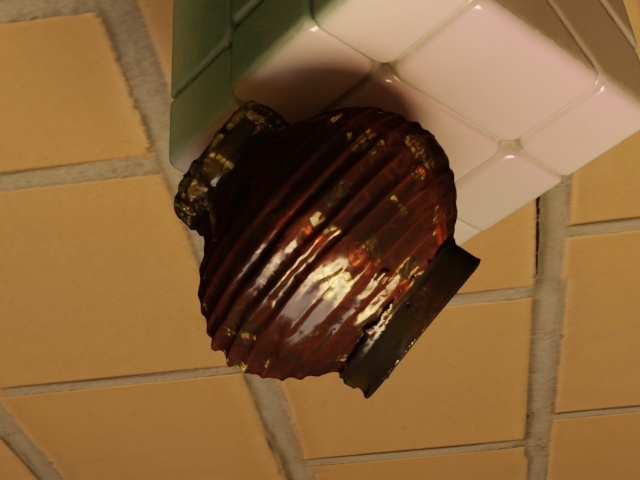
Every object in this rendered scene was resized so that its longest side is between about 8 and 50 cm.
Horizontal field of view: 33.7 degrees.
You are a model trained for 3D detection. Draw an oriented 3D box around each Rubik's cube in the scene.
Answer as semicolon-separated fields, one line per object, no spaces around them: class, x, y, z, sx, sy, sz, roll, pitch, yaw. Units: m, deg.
Rubik's cube;0.070;-0.208;1.000;0.319;0.321;0.316;24;135;-33

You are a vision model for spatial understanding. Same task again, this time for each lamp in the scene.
lamp;0.000;0.000;0.833;0.247;0.247;0.247;-2;144;-1
